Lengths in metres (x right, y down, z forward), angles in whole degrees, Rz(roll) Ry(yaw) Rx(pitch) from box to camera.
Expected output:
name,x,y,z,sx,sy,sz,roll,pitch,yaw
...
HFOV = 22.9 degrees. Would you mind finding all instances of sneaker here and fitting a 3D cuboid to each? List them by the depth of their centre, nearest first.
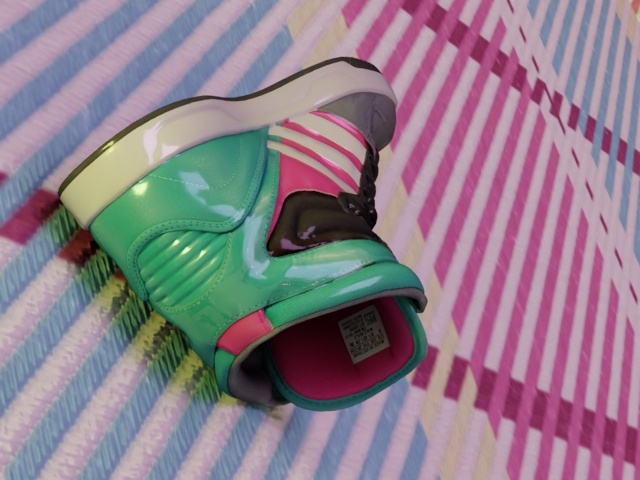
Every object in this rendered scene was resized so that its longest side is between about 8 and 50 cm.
name,x,y,z,sx,sy,sz,roll,pitch,yaw
sneaker,0.000,0.000,0.885,0.178,0.124,0.295,55,32,6
